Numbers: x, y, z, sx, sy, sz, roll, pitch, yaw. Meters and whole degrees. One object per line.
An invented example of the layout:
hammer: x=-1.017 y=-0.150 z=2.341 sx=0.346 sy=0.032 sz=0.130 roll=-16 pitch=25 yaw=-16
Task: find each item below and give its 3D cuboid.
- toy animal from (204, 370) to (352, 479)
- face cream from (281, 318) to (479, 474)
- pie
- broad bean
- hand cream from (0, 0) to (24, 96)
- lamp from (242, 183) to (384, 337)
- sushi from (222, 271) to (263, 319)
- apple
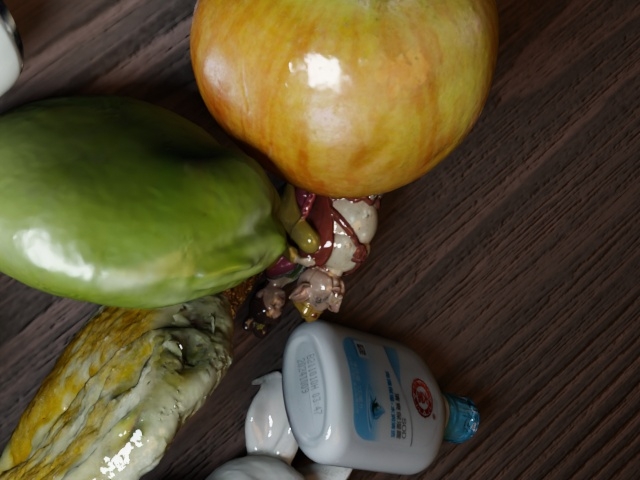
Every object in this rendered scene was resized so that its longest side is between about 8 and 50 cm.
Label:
toy animal: x=-0.101 y=0.301 z=1.464 sx=0.208 sy=0.154 sz=0.325 roll=55 pitch=49 yaw=-20
face cream: x=0.080 y=0.192 z=1.572 sx=0.337 sy=0.080 sz=0.163 roll=21 pitch=56 yaw=-52
pie: x=-0.199 y=0.159 z=1.201 sx=0.077 sy=0.339 sz=0.339 roll=42 pitch=80 yaw=-19
broad bean: x=-0.173 y=-0.035 z=1.169 sx=0.291 sy=0.238 sz=0.119 roll=9 pitch=131 yaw=-11
hand cream: x=-0.393 y=-0.080 z=1.031 sx=0.359 sy=0.185 sz=0.118 roll=-42 pitch=161 yaw=-24
lamp: x=0.000 y=0.000 z=1.429 sx=0.118 sy=0.118 sz=0.253 roll=22 pitch=93 yaw=-44
sushi: x=-0.089 y=0.025 z=1.400 sx=0.061 sy=0.060 sz=0.118 roll=-21 pitch=124 yaw=-38
apple: x=0.025 y=-0.175 z=1.256 sx=0.286 sy=0.286 sz=0.233 roll=-31 pitch=145 yaw=-26
